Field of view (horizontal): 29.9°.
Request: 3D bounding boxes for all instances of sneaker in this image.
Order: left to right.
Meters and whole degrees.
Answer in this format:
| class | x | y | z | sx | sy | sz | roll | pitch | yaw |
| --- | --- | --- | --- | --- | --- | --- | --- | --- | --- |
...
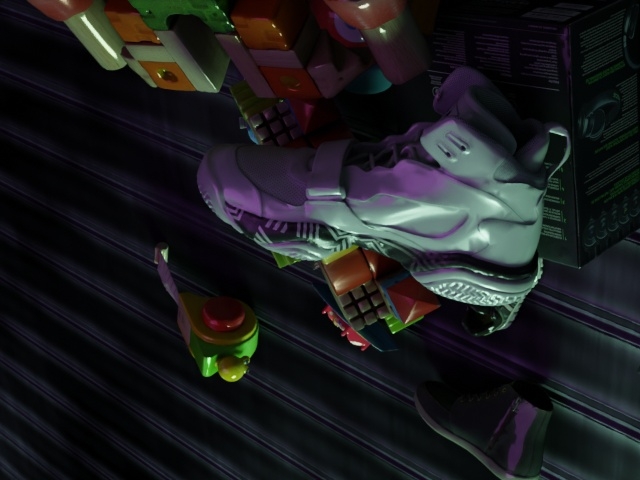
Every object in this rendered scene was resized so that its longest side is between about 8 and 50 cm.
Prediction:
| class | x | y | z | sx | sy | sz | roll | pitch | yaw |
| --- | --- | --- | --- | --- | --- | --- | --- | --- | --- |
| sneaker | 0.066 | -0.079 | 1.205 | 0.366 | 0.137 | 0.210 | 17 | 125 | 1 |
| sneaker | 0.218 | 0.214 | 1.573 | 0.222 | 0.083 | 0.118 | 33 | 117 | 43 |
| sneaker | 0.215 | 0.057 | 1.460 | 0.063 | 0.075 | 0.170 | 42 | 139 | 26 |

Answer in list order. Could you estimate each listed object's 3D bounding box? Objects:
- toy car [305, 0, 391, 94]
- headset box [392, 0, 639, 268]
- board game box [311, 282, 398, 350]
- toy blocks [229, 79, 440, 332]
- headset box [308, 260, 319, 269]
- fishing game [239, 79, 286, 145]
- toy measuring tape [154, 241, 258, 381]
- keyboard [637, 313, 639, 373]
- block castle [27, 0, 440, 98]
| class | x | y | z | sx | sy | sz | roll | pitch | yaw |
| --- | --- | --- | --- | --- | --- | --- | --- | --- | --- |
| toy car | -0.042 | -0.274 | 1.421 | 0.210 | 0.238 | 0.219 | 28 | 132 | 38 |
| headset box | 0.212 | -0.126 | 1.299 | 0.246 | 0.131 | 0.283 | 16 | 125 | 44 |
| board game box | 0.039 | 0.116 | 1.650 | 0.133 | 0.169 | 0.033 | 44 | 99 | 14 |
| toy blocks | 0.021 | -0.040 | 1.434 | 0.381 | 0.191 | 0.261 | 63 | 178 | -5 |
| headset box | 0.000 | 0.000 | 1.720 | 0.083 | 0.032 | 0.062 | 60 | 144 | 1 |
| fishing game | -0.053 | -0.169 | 1.671 | 0.189 | 0.041 | 0.264 | -12 | 103 | 50 |
| toy measuring tape | -0.179 | 0.111 | 1.981 | 0.330 | 0.121 | 0.121 | -122 | 29 | -45 |
| keyboard | 0.390 | 0.090 | 1.314 | 0.108 | 0.023 | 0.180 | 36 | 136 | 31 |
| block castle | -0.080 | -0.334 | 1.246 | 0.453 | 0.303 | 0.213 | 7 | 155 | 28 |
